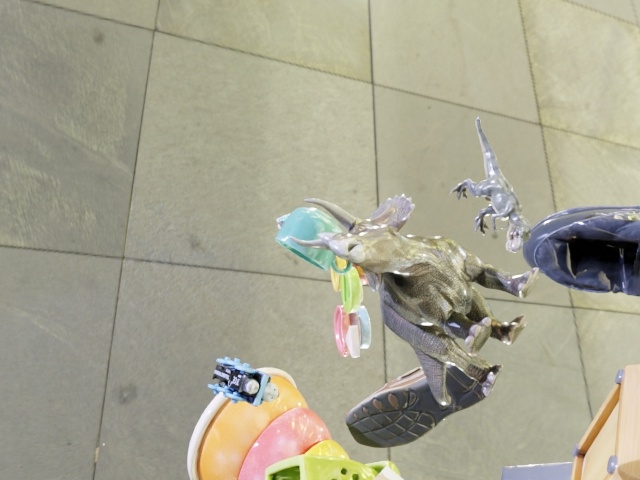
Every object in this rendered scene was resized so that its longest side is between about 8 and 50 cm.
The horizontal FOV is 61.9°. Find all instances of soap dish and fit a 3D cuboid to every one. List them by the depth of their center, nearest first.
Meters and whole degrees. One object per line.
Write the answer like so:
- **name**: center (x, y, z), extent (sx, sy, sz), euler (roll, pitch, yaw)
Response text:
- **soap dish**: center (0.456, 0.341, 0.784), extent (0.118, 0.291, 0.229), euler (19, 43, 20)

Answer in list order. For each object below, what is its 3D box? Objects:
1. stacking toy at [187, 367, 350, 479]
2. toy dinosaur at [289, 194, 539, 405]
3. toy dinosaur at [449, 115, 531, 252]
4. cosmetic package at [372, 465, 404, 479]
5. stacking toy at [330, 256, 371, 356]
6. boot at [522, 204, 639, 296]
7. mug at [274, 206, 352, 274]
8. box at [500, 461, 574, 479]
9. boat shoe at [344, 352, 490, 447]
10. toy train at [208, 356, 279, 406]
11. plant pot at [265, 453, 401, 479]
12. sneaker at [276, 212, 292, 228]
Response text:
- **stacking toy**: center (-0.042, 0.542, 1.230), extent (0.350, 0.479, 0.351), euler (-24, 124, -41)
- **toy dinosaur**: center (0.110, 0.059, 0.525), extent (0.160, 0.313, 0.121), euler (33, 75, 35)
- **toy dinosaur**: center (0.309, -0.085, 0.985), extent (0.064, 0.118, 0.268), euler (-1, 63, -27)
- **cosmetic package**: center (0.059, 0.299, 0.566), extent (0.060, 0.041, 0.115), euler (33, 26, 25)
- **stacking toy**: center (0.122, 0.190, 1.578), extent (0.130, 0.279, 0.309), euler (-3, 94, -10)
- **boot**: center (0.471, 0.020, 0.930), extent (0.445, 0.367, 0.146), euler (-14, 90, -50)
- **mug**: center (-0.007, -0.004, 1.129), extent (0.157, 0.129, 0.097), euler (35, 82, -34)
- **box**: center (0.668, 0.730, 1.501), extent (0.184, 0.261, 0.103), euler (61, 33, -12)
- **boat shoe**: center (0.211, 0.334, 1.137), extent (0.324, 0.120, 0.123), euler (-25, 92, 8)
- **toy train**: center (-0.153, 0.286, 1.077), extent (0.105, 0.184, 0.080), euler (25, 74, -28)
- **plant pot**: center (0.028, 0.512, 0.958), extent (0.207, 0.228, 0.227), euler (7, 61, -22)
- **sneaker**: center (-0.086, -0.032, 1.555), extent (0.065, 0.166, 0.076), euler (-21, 82, -4)
